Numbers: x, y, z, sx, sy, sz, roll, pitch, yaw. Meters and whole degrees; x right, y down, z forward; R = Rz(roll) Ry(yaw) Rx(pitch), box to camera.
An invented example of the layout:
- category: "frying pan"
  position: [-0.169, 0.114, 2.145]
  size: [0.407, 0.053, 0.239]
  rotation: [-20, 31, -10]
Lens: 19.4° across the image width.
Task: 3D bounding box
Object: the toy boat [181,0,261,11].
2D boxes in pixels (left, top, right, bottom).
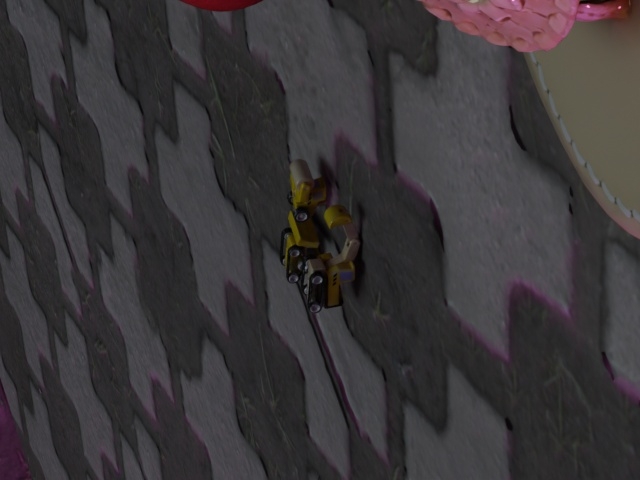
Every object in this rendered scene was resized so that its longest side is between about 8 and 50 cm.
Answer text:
- category: "toy boat"
  position: [-0.033, -0.230, 1.059]
  size: [0.151, 0.151, 0.231]
  rotation: [29, 139, 23]

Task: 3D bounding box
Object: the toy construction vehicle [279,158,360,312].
- category: "toy construction vehicle"
  position: [0.000, 0.000, 1.258]
  size: [0.086, 0.035, 0.098]
  rotation: [-112, 21, -50]

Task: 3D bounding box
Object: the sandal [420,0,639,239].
- category: "sandal"
  position: [0.010, -0.106, 0.300]
  size: [0.088, 0.079, 0.240]
  rotation: [-149, 47, -63]
